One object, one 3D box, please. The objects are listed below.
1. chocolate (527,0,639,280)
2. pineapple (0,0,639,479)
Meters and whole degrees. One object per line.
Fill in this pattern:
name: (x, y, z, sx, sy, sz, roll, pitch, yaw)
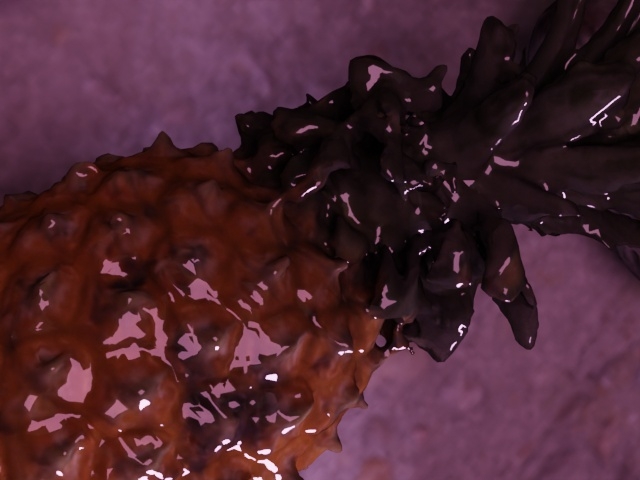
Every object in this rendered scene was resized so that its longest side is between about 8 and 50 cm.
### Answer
chocolate: (0.149, -0.039, 0.824, 0.072, 0.072, 0.167, -34, 107, -13)
pineapple: (0.000, 0.000, 0.701, 0.340, 0.169, 0.169, -33, 109, -2)
